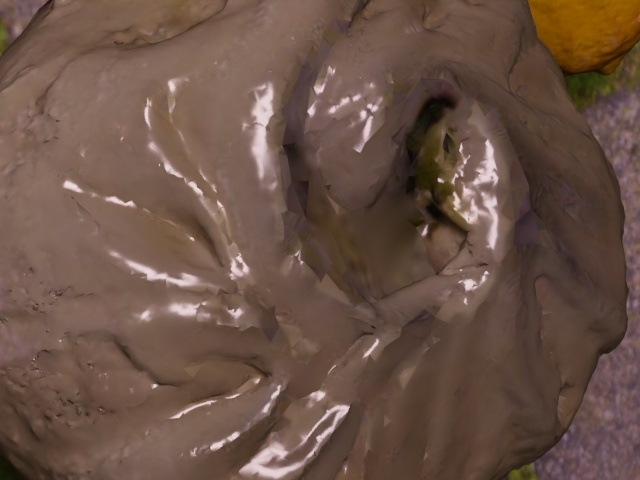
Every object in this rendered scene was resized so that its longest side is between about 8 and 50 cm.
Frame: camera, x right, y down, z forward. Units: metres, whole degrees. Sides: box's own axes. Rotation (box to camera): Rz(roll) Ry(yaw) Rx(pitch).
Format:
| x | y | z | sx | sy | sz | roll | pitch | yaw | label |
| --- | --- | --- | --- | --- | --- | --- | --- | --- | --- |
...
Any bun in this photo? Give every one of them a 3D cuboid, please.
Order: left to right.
| x | y | z | sx | sy | sz | roll | pitch | yaw | label |
| --- | --- | --- | --- | --- | --- | --- | --- | --- | --- |
| 0.000 | 0.000 | 0.903 | 0.360 | 0.211 | 0.359 | 2 | 87 | -34 | bun |

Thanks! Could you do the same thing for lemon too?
| x | y | z | sx | sy | sz | roll | pitch | yaw | label |
| --- | --- | --- | --- | --- | --- | --- | --- | --- | --- |
| 0.134 | -0.164 | 1.070 | 0.114 | 0.114 | 0.155 | -38 | 104 | -31 | lemon |
